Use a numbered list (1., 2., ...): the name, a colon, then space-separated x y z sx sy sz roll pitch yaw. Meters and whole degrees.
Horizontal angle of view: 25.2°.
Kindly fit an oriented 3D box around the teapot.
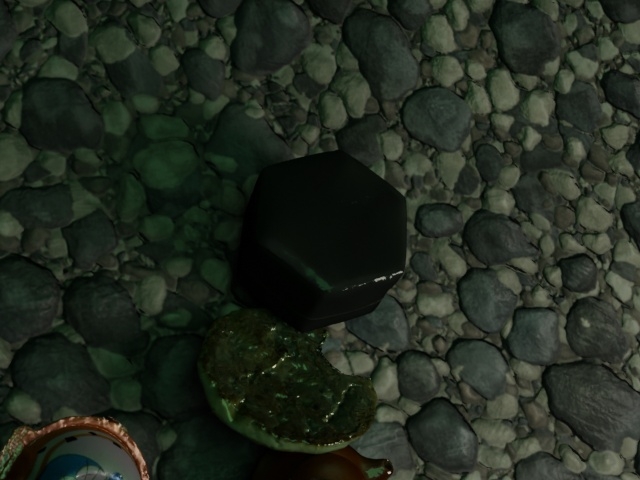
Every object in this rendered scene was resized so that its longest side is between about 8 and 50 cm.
1. teapot: -0.020 0.337 1.837 0.252 0.135 0.178 -20 79 -30

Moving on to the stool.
1. stool: 0.000 0.000 1.932 0.232 0.141 0.232 8 61 -15

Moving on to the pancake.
1. pancake: -0.048 0.183 1.876 0.253 0.037 0.254 16 41 -15

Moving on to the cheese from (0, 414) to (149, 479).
1. cheese: -0.262 0.339 1.728 0.329 0.129 0.217 44 65 -27
